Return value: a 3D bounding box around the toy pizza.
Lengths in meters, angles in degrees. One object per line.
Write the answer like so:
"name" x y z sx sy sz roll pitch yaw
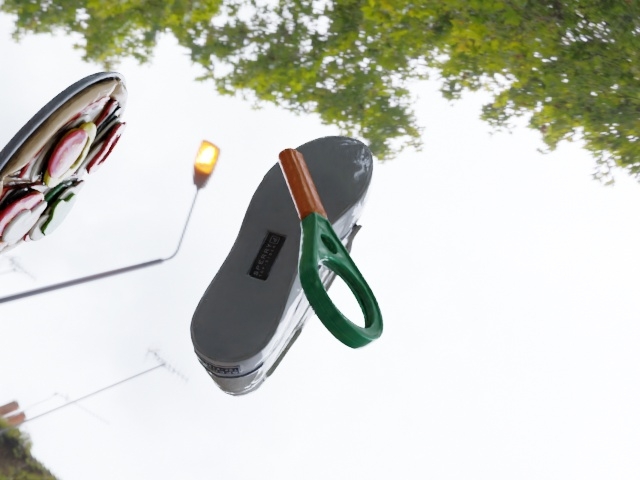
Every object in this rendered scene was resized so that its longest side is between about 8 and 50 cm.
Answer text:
"toy pizza" -0.218 -0.052 0.578 0.032 0.201 0.201 38 -61 -6

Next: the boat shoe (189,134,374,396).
"boat shoe" -0.031 0.035 0.877 0.135 0.367 0.157 16 -35 14

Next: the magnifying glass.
"magnifying glass" 0.000 0.000 0.657 0.026 0.092 0.231 -37 -130 23
